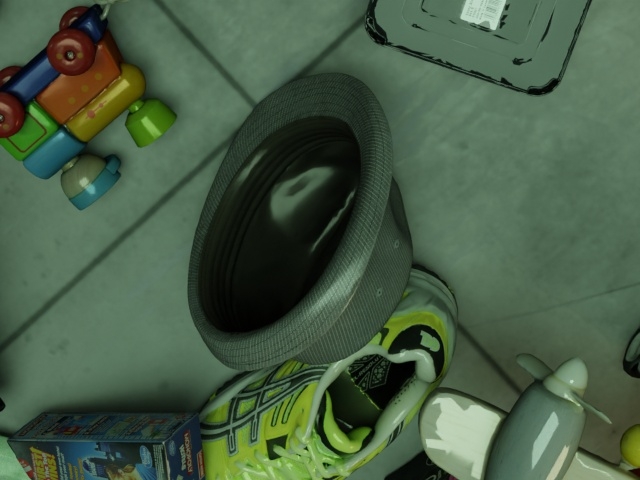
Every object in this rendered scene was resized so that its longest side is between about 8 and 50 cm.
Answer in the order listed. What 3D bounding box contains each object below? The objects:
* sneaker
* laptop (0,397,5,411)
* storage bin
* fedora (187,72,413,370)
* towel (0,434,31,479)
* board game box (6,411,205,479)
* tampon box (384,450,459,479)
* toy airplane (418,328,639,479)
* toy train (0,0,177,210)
[{"bbox_3d":[-0.024,0.180,1.264,0.145,0.147,0.384,37,107,-9],"label":"sneaker"},{"bbox_3d":[-0.554,0.058,1.179,0.408,0.382,0.236,-22,60,-7],"label":"laptop"},{"bbox_3d":[0.138,-0.213,1.178,0.180,0.084,0.122,19,106,-1],"label":"storage bin"},{"bbox_3d":[0.000,0.000,1.199,0.244,0.275,0.124,-11,148,44],"label":"fedora"},{"bbox_3d":[-0.416,0.339,1.333,0.248,0.038,0.324,15,83,-1],"label":"towel"},{"bbox_3d":[-0.204,0.242,1.290,0.194,0.060,0.194,10,117,27],"label":"board game box"},{"bbox_3d":[0.147,0.287,1.295,0.101,0.120,0.161,-37,101,13],"label":"tampon box"},{"bbox_3d":[0.313,0.248,1.134,0.386,0.272,0.384,-17,84,-12],"label":"toy airplane"},{"bbox_3d":[-0.183,-0.147,1.213,0.248,0.105,0.143,-39,110,12],"label":"toy train"}]
